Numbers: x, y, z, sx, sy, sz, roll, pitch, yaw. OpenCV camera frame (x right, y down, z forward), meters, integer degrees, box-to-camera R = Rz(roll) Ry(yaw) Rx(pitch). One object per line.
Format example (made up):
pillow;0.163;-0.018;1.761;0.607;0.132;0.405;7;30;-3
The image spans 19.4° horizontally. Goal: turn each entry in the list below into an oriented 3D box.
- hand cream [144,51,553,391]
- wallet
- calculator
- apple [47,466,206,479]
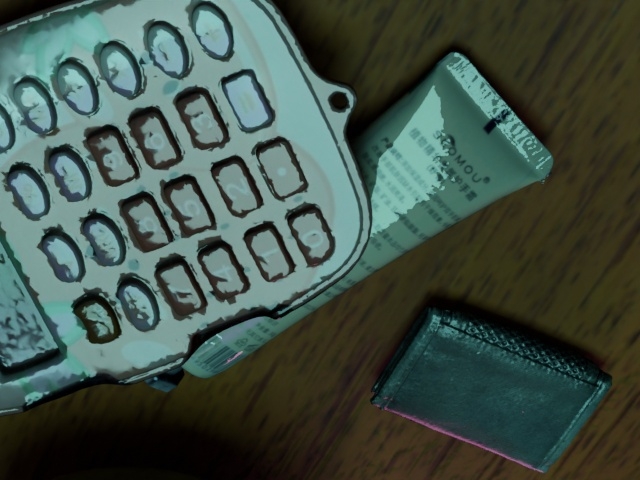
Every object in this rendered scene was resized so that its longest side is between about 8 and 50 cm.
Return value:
hand cream;0.000;0.000;1.079;0.276;0.059;0.095;-35;113;21
wallet;0.106;0.089;1.159;0.129;0.026;0.088;23;122;-14
calculator;-0.128;-0.023;1.039;0.329;0.048;0.220;-20;108;16
apple;-0.123;0.274;1.174;0.257;0.257;0.234;1;145;2
